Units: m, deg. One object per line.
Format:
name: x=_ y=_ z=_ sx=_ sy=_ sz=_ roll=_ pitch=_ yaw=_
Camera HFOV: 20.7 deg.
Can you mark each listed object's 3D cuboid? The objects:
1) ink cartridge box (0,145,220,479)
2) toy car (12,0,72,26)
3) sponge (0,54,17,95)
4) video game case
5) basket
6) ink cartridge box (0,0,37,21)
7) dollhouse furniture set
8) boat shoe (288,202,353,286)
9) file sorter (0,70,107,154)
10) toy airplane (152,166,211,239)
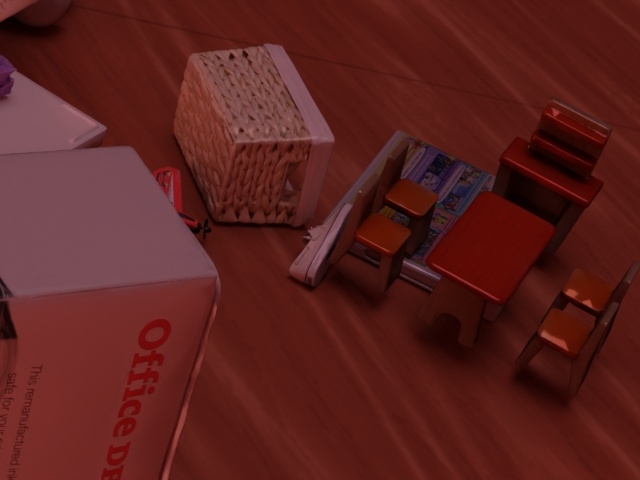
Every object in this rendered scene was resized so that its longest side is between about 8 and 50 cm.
ink cartridge box: x=-0.299 y=0.102 z=1.196 sx=0.395 sy=0.285 sz=0.166 roll=-6 pitch=42 yaw=-31
toy car: x=-0.338 y=-0.319 z=1.855 sx=0.182 sy=0.136 sz=0.159 roll=5 pitch=38 yaw=-19
sponge: x=-0.364 y=-0.174 z=1.448 sx=0.210 sy=0.031 sz=0.117 roll=37 pitch=37 yaw=22
video game case: x=0.124 y=-0.019 z=1.772 sx=0.193 sy=0.023 sz=0.212 roll=26 pitch=37 yaw=9
basket: x=-0.070 y=-0.104 z=1.718 sx=0.103 sy=0.113 sz=0.167 roll=-3 pitch=41 yaw=-25
ink cartridge box: x=-0.400 y=-0.305 z=1.729 sx=0.330 sy=0.071 sz=0.324 roll=-29 pitch=49 yaw=-4
dollhouse furniture set: x=0.182 y=-0.019 z=1.661 sx=0.262 sy=0.135 sz=0.259 roll=29 pitch=38 yaw=10
boat shoe: x=0.000 y=0.000 z=1.668 sx=0.035 sy=0.035 sz=0.100 roll=20 pitch=59 yaw=17
file sorter: x=-0.362 y=-0.064 z=1.480 sx=0.277 sy=0.173 sz=0.193 roll=31 pitch=37 yaw=16
toy airplane: x=-0.176 y=-0.024 z=1.636 sx=0.151 sy=0.028 sz=0.151 roll=13 pitch=35 yaw=-9
